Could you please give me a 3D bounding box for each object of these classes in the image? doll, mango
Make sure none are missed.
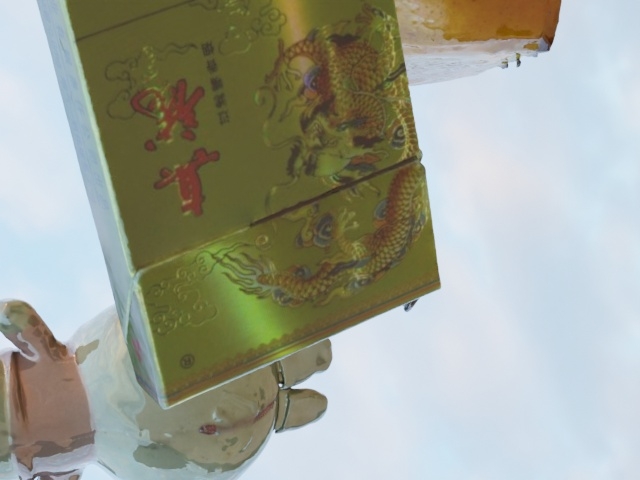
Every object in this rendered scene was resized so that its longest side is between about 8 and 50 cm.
[{"bbox_3d":[-0.130,0.103,0.984,0.113,0.275,0.155,-84,-6,-68],"label":"doll"},{"bbox_3d":[0.021,-0.185,1.101,0.257,0.187,0.138,6,-113,-23],"label":"mango"}]

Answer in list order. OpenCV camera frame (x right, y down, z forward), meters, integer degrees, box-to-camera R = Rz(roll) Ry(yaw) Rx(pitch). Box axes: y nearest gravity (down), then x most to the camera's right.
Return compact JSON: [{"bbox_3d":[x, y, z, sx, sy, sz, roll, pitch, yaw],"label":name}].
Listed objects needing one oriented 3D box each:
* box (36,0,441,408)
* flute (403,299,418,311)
[{"bbox_3d":[-0.041,-0.086,0.771,0.173,0.043,0.311,-22,-63,-23],"label":"box"},{"bbox_3d":[0.000,0.000,1.590,0.233,0.027,0.027,33,-153,17],"label":"flute"}]
